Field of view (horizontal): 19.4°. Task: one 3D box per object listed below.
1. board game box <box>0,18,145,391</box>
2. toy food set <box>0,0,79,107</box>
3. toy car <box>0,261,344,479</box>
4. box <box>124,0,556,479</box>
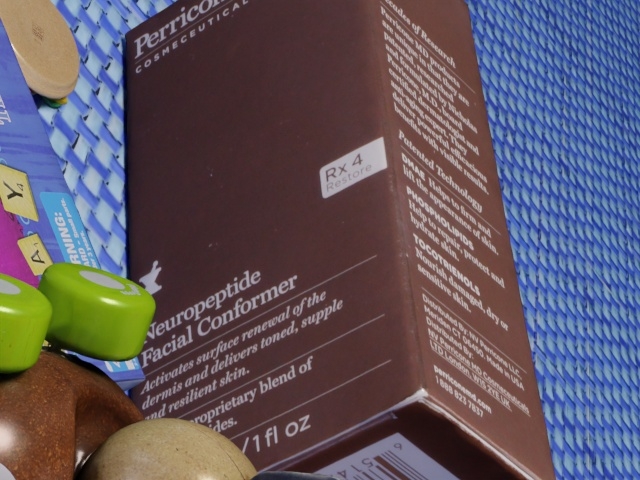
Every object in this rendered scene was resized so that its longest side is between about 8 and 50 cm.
[{"bbox_3d":[-0.241,-0.059,0.829,0.318,0.066,0.319,-2,66,-63],"label":"board game box"},{"bbox_3d":[-0.170,-0.116,1.082,0.083,0.020,0.082,26,42,-53],"label":"toy food set"},{"bbox_3d":[-0.078,0.114,0.754,0.188,0.155,0.149,24,11,25],"label":"toy car"},{"bbox_3d":[0.000,0.000,1.086,0.143,0.191,0.381,40,32,-39],"label":"box"}]
